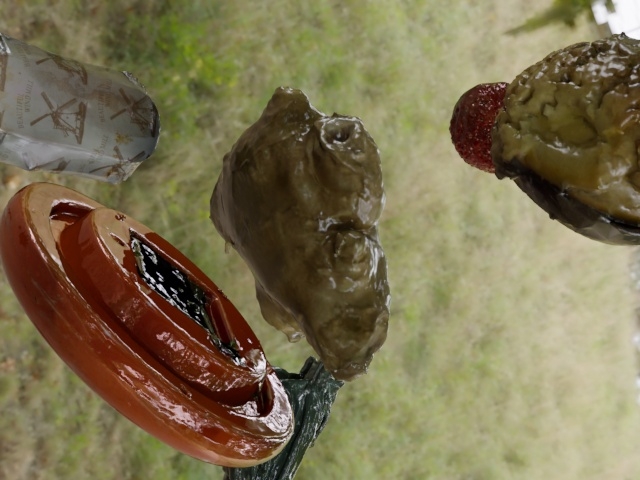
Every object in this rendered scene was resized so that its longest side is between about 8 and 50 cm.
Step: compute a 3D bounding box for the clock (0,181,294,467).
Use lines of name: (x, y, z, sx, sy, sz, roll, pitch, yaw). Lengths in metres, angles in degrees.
clock: (-0.092, 0.042, 0.598, 0.205, 0.051, 0.205, 43, 7, -6)

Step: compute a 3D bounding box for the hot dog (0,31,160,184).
hot dog: (-0.220, -0.106, 0.890, 0.191, 0.059, 0.108, 11, 80, -42)

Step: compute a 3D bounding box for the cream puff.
cream puff: (0.162, -0.058, 0.574, 0.119, 0.133, 0.104, -48, 165, -52)

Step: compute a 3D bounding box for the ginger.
ginger: (0.000, 0.000, 0.924, 0.270, 0.123, 0.218, 53, -43, 33)

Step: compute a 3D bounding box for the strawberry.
strawberry: (0.187, -0.114, 1.116, 0.106, 0.106, 0.106, -21, 90, -84)

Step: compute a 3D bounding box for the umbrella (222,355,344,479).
umbrella: (-0.063, 0.218, 1.089, 0.094, 0.348, 0.143, 27, -6, 11)
